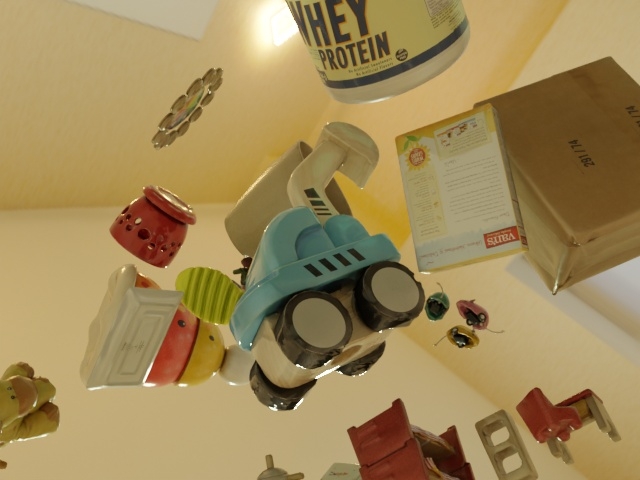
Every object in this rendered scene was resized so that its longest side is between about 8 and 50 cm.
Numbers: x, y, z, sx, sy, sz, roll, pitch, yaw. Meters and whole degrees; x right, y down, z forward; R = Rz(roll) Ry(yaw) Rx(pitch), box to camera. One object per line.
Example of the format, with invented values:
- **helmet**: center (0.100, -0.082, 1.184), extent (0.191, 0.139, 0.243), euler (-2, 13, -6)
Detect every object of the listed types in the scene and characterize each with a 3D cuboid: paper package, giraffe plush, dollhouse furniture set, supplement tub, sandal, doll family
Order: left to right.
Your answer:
- **giraffe plush**: center (-0.594, 0.307, 1.268), extent (0.181, 0.170, 0.210), euler (38, -130, 5)
- **sandal**: center (-0.201, 0.158, 1.642), extent (0.318, 0.126, 0.138), euler (25, 173, -4)
- **doll family**: center (-0.095, 0.067, 1.513), extent (0.193, 0.111, 0.076), euler (-16, -134, -21)
- **supplement tub**: center (0.057, -0.386, 0.960), extent (0.324, 0.236, 0.235), euler (62, -176, -29)
- **dollhouse furniture set**: center (0.262, 0.317, 1.116), extent (0.201, 0.374, 0.152), euler (37, -155, -43)
- **paper package**: center (0.451, -0.119, 1.162), extent (0.310, 0.168, 0.324), euler (-20, -125, -10)

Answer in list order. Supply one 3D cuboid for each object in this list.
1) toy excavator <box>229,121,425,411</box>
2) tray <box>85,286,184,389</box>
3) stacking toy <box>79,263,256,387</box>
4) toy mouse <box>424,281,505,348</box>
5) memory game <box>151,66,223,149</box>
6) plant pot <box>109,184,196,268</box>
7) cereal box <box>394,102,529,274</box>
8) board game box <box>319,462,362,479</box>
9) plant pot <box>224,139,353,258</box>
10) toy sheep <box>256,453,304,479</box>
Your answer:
- **toy excavator**: center (0.000, 0.000, 1.180), extent (0.433, 0.222, 0.445), euler (-19, -115, -31)
- **tray**: center (-0.407, 0.228, 1.507), extent (0.145, 0.270, 0.030), euler (11, -158, -44)
- **stacking toy**: center (-0.391, 0.291, 1.892), extent (0.480, 0.350, 0.350), euler (20, -158, -20)
- **toy mouse**: center (0.228, 0.118, 1.127), extent (0.031, 0.161, 0.143), euler (-43, -67, -33)
- **memory game**: center (-0.231, -0.230, 1.192), extent (0.012, 0.186, 0.186), euler (41, -161, -2)
- **plant pot**: center (-0.449, -0.045, 1.848), extent (0.191, 0.174, 0.191), euler (35, -173, -5)
- **cereal box**: center (0.222, -0.079, 1.090), extent (0.047, 0.173, 0.240), euler (13, -114, -58)
- **board game box**: center (0.056, 0.661, 1.424), extent (0.098, 0.303, 0.224), euler (-8, -166, 33)
- **plant pot**: center (-0.095, -0.074, 1.710), extent (0.256, 0.274, 0.256), euler (54, -165, -22)
- **toy sheep**: center (-0.062, 0.388, 1.018), extent (0.091, 0.091, 0.132), euler (12, -125, -44)
